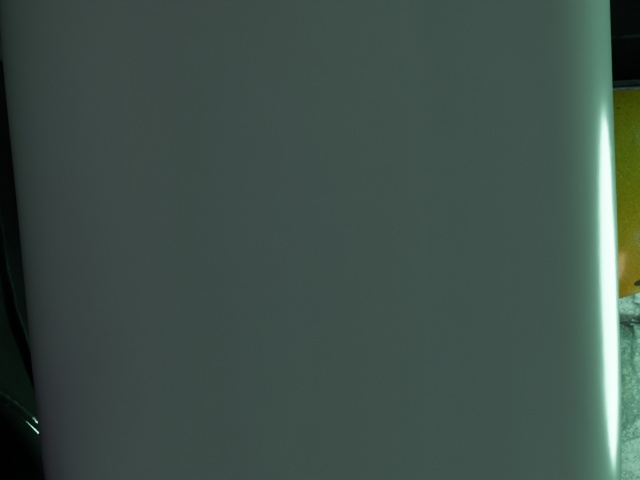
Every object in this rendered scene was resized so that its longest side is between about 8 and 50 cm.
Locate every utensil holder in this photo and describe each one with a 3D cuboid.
[{"bbox_3d":[0.000,0.000,0.825,0.328,0.385,0.327,-4,-176,0],"label":"utensil holder"}]

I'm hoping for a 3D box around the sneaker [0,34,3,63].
[{"bbox_3d":[-0.236,-0.158,1.301,0.111,0.121,0.300,-7,-173,-40],"label":"sneaker"}]

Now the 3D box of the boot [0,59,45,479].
[{"bbox_3d":[-0.256,0.005,0.916,0.146,0.445,0.367,-13,154,1],"label":"boot"}]

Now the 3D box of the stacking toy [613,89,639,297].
[{"bbox_3d":[0.203,-0.055,1.277,0.480,0.350,0.350,1,-174,8],"label":"stacking toy"}]

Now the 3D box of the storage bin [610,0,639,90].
[{"bbox_3d":[0.182,-0.157,0.998,0.180,0.122,0.084,-4,-175,-8],"label":"storage bin"}]
